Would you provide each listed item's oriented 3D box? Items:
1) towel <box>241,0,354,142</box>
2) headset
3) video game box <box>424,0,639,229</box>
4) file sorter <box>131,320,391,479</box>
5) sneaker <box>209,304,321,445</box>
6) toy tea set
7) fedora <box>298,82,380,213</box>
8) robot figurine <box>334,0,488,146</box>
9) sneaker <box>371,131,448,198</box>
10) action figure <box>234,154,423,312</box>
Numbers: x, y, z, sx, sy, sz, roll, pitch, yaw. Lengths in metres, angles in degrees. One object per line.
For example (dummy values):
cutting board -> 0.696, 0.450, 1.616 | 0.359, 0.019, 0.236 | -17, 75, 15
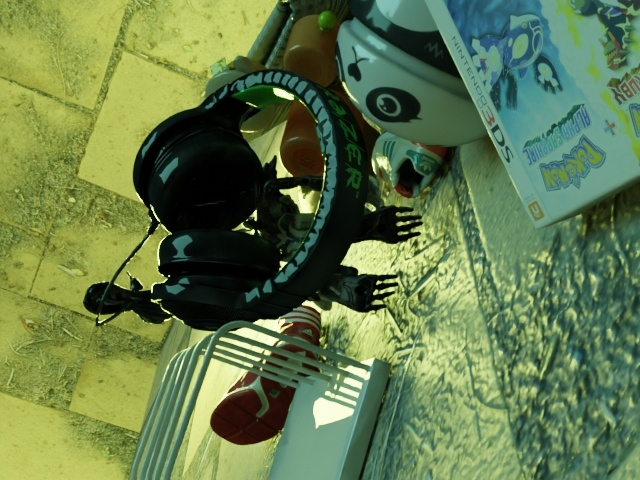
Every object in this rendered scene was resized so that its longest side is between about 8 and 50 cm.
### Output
towel -> 0.022, -0.269, 1.259 | 0.312, 0.056, 0.324 | -32, -11, -30
headset -> -0.101, -0.008, 1.014 | 0.394, 0.185, 0.243 | -30, 60, 30
video game box -> 0.148, -0.120, 0.553 | 0.187, 0.048, 0.205 | 63, 158, 7
file sorter -> -0.076, 0.200, 0.978 | 0.278, 0.173, 0.192 | 144, 145, -70
sneaker -> -0.058, 0.168, 1.246 | 0.221, 0.087, 0.128 | -45, 14, 36
toy tea set -> 0.037, -0.195, 1.094 | 0.336, 0.200, 0.124 | -22, 33, 39
fedora -> 0.031, -0.120, 1.315 | 0.194, 0.079, 0.194 | -165, 90, -74
robot figurine -> 0.120, -0.215, 0.808 | 0.209, 0.174, 0.278 | -75, 11, -68
sneaker -> 0.086, -0.078, 1.022 | 0.075, 0.057, 0.161 | -67, 12, -19
action figure -> 0.000, 0.000, 1.069 | 0.276, 0.141, 0.164 | 23, 101, 59
